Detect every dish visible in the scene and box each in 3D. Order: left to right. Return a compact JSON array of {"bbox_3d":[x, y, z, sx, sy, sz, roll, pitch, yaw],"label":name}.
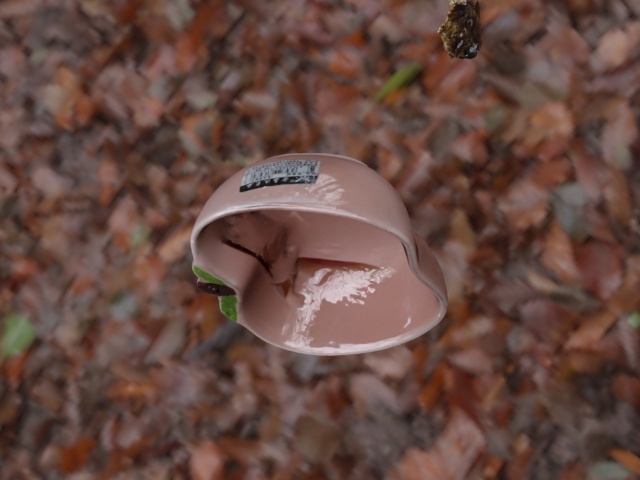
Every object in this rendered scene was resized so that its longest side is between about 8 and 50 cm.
[{"bbox_3d":[0.000,0.000,1.304,0.213,0.213,0.090,-17,47,34],"label":"dish"}]

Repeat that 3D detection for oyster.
[{"bbox_3d":[0.170,-0.253,1.941,0.029,0.132,0.086,21,108,20],"label":"oyster"}]
